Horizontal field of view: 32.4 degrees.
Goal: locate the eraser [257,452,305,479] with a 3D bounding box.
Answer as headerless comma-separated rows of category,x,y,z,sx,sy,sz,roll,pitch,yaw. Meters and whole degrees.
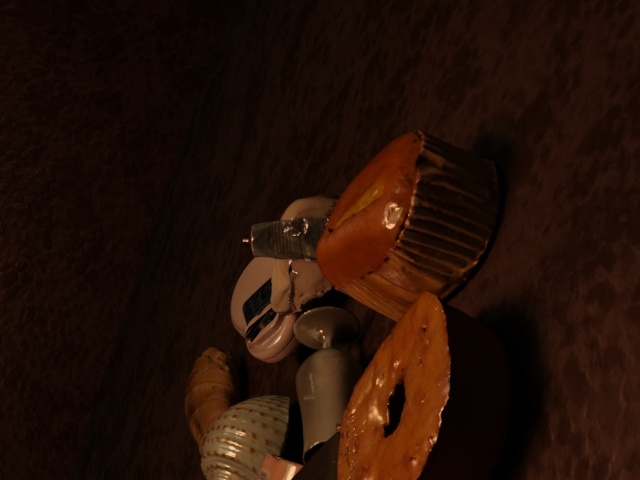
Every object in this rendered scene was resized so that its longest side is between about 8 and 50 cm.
eraser,-0.073,0.461,1.585,0.171,0.087,0.290,167,122,-71

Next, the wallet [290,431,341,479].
wallet,-0.039,0.368,1.402,0.245,0.052,0.168,-51,15,22

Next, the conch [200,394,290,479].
conch,-0.123,0.328,1.768,0.172,0.131,0.200,103,178,-57

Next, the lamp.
lamp,-0.068,0.113,1.887,0.179,0.108,0.246,-46,30,24

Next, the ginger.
ginger,-0.198,0.312,2.069,0.263,0.116,0.109,-110,2,-56

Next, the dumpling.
dumpling,-0.016,0.005,1.780,0.247,0.142,0.172,-55,18,-6

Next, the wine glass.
wine glass,0.015,0.212,1.561,0.103,0.103,0.231,-54,28,40

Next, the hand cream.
hand cream,0.000,0.000,1.663,0.052,0.248,0.075,8,-97,-71

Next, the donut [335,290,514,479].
donut,0.120,0.201,1.257,0.277,0.108,0.277,-56,23,39

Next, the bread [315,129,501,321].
bread,0.101,-0.018,1.466,0.288,0.156,0.204,-40,32,59
